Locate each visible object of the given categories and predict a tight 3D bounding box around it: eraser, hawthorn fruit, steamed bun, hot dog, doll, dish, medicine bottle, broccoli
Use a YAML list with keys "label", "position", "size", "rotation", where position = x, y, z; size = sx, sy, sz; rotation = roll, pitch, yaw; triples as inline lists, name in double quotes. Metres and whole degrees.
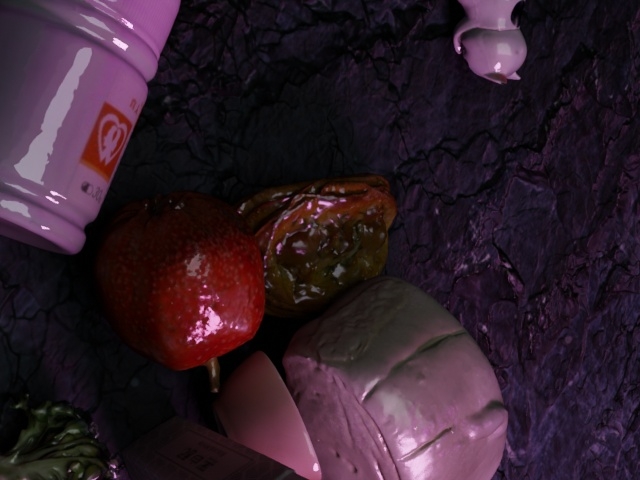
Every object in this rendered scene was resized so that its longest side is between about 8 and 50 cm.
- label: "eraser"
  position: [-0.106, 0.293, 1.217]
  size: [0.098, 0.404, 0.096]
  rotation: [-30, 106, -25]
- label: "hawthorn fruit"
  position: [-0.163, 0.068, 1.298]
  size: [0.205, 0.205, 0.253]
  rotation: [-25, 114, -32]
- label: "steamed bun"
  position: [0.110, 0.250, 1.420]
  size: [0.247, 0.236, 0.383]
  rotation: [-38, 134, -31]
- label: "hot dog"
  position: [0.000, 0.000, 1.447]
  size: [0.272, 0.122, 0.196]
  rotation: [-8, 116, -34]
- label: "doll"
  position: [0.256, -0.328, 1.623]
  size: [0.110, 0.107, 0.180]
  rotation: [-20, 112, -55]
- label: "dish"
  position: [-0.080, 0.250, 1.367]
  size: [0.090, 0.213, 0.213]
  rotation: [-23, 106, -15]
- label: "medicine bottle"
  position: [-0.297, -0.163, 1.178]
  size: [0.202, 0.202, 0.316]
  rotation: [28, 78, -33]
- label: "broccoli"
  position: [-0.378, 0.274, 1.201]
  size: [0.304, 0.165, 0.145]
  rotation: [-1, 125, -22]
